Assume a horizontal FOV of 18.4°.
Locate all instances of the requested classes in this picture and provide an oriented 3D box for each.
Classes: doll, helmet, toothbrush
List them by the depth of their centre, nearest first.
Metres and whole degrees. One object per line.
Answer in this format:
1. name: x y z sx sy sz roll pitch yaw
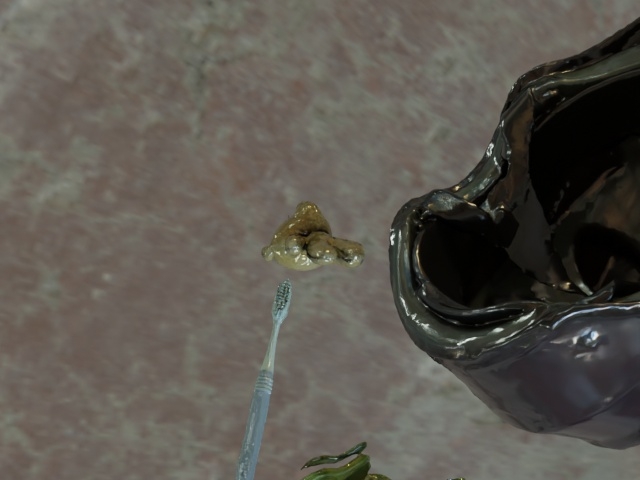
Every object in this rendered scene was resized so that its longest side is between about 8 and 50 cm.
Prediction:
1. helmet: 0.202 0.005 1.226 0.305 0.177 0.225 -39 31 -5
2. doll: -0.002 0.009 1.399 0.093 0.061 0.051 -129 50 -56
3. toothbrush: -0.047 0.127 1.620 0.016 0.019 0.220 14 59 -3

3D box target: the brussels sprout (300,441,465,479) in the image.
1. brussels sprout: 0.020 0.076 0.371 0.085 0.085 0.058 50 120 19
